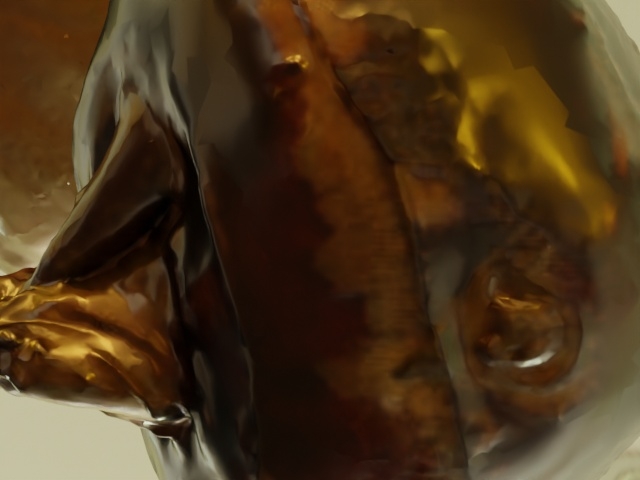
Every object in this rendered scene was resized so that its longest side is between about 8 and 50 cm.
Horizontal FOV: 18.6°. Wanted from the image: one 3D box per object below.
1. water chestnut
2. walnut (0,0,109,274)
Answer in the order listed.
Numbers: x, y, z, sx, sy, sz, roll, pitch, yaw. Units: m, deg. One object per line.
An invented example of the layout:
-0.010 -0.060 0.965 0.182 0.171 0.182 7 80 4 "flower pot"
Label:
0.000 0.000 0.595 0.223 0.238 0.224 170 -90 -68 "water chestnut"
-0.075 -0.111 0.936 0.306 0.344 0.306 -9 -106 34 "walnut"
